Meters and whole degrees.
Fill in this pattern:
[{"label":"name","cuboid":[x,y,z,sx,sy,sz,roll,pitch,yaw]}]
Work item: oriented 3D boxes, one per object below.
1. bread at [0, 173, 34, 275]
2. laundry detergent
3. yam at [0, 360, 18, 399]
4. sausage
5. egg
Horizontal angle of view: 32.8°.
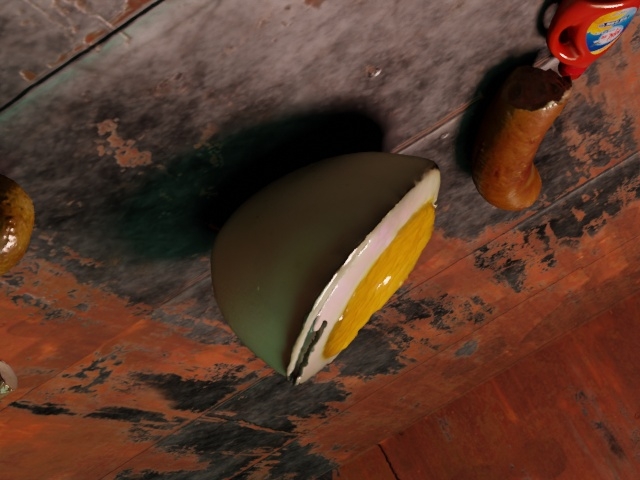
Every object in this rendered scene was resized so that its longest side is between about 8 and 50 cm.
[{"label":"bread","cuboid":[-0.371,0.000,0.805,0.344,0.084,0.124,-4,148,-47]},{"label":"laundry detergent","cuboid":[0.281,-0.221,1.155,0.097,0.049,0.165,-16,158,-11]},{"label":"yam","cuboid":[-0.463,0.221,1.257,0.264,0.046,0.046,-33,159,8]},{"label":"sausage","cuboid":[0.232,-0.110,1.310,0.102,0.076,0.302,-21,159,-6]},{"label":"egg","cuboid":[-0.001,-0.001,1.169,0.286,0.174,0.264,-48,166,-19]}]
